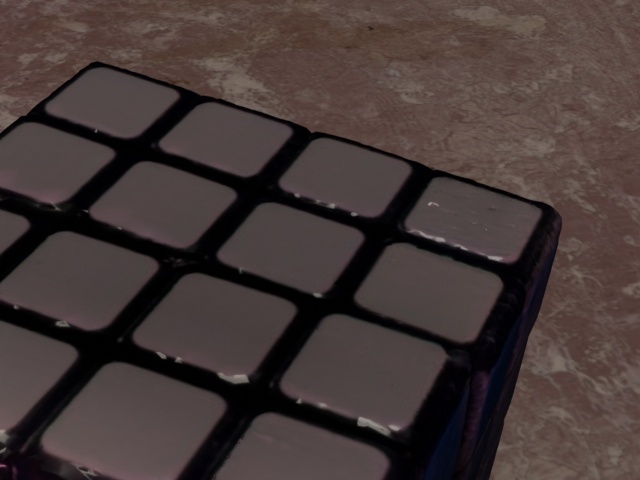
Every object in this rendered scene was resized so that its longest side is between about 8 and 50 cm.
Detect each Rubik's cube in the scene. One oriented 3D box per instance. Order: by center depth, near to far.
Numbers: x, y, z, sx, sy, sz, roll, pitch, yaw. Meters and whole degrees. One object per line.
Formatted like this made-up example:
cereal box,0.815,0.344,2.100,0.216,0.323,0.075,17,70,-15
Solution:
Rubik's cube,-0.083,0.143,0.740,0.343,0.345,0.337,18,37,15

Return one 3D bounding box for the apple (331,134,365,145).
apple,0.000,0.000,1.081,0.195,0.196,0.196,3,36,-2
